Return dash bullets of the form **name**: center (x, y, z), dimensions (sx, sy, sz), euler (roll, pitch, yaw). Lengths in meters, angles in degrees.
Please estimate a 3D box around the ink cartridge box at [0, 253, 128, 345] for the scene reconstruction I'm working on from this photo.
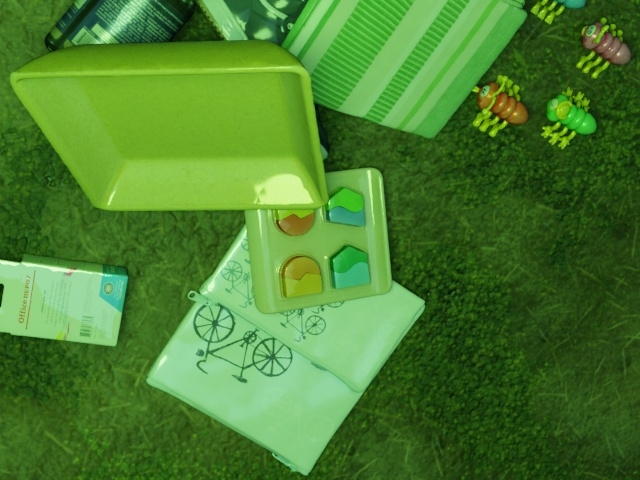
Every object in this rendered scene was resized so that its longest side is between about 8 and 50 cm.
- **ink cartridge box**: center (-0.367, 0.080, 1.227), dimensions (0.181, 0.061, 0.104), euler (9, 99, -16)

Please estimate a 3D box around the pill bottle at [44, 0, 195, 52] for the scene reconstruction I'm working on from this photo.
- **pill bottle**: center (-0.240, -0.298, 1.138), dimensions (0.123, 0.123, 0.219), euler (41, 95, -18)

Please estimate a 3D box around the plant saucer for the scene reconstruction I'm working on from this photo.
- **plant saucer**: center (-0.163, -0.145, 1.100), dimensions (0.332, 0.333, 0.081), euler (0, 66, 5)

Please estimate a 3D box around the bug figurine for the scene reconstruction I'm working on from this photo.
- **bug figurine**: center (0.355, -0.268, 1.329), dimensions (0.216, 0.072, 0.279), euler (24, 95, -18)

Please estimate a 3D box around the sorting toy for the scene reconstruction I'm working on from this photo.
- **sorting toy**: center (0.000, 0.000, 1.281), dimensions (0.208, 0.038, 0.193), euler (-8, 98, -15)

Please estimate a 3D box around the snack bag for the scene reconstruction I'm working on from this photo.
- **snack bag**: center (-0.053, 0.152, 1.335), dimensions (0.323, 0.037, 0.343), euler (35, 92, -19)

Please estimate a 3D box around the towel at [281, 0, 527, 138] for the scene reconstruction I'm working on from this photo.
- **towel**: center (0.108, -0.265, 1.179), dimensions (0.324, 0.038, 0.248), euler (9, 128, -41)

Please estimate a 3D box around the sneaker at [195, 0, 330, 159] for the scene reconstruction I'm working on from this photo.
- **sneaker**: center (-0.032, -0.255, 1.222), dimensions (0.153, 0.099, 0.282), euler (-36, 105, -3)
